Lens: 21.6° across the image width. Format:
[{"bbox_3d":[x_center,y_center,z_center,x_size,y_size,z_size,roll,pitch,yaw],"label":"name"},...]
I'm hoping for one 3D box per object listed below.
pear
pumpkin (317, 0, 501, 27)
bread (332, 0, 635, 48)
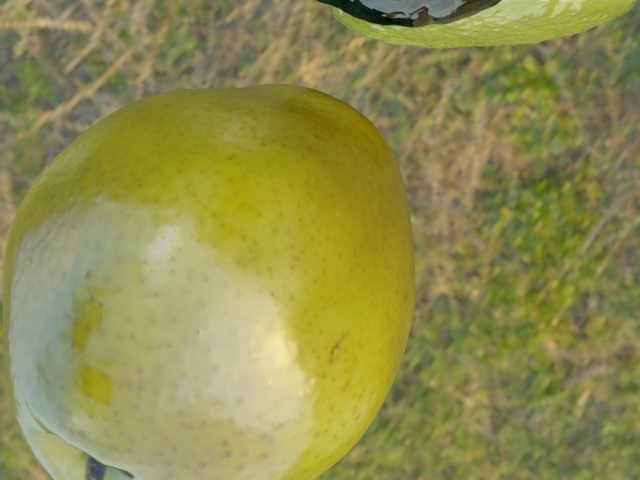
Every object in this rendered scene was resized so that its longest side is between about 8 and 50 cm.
[{"bbox_3d":[-0.092,0.044,1.447,0.362,0.418,0.362,22,140,20],"label":"pear"},{"bbox_3d":[0.055,-0.241,1.076,0.211,0.152,0.212,1,101,6],"label":"pumpkin"},{"bbox_3d":[0.184,-0.368,1.863,0.348,0.348,0.308,3,93,43],"label":"bread"}]
